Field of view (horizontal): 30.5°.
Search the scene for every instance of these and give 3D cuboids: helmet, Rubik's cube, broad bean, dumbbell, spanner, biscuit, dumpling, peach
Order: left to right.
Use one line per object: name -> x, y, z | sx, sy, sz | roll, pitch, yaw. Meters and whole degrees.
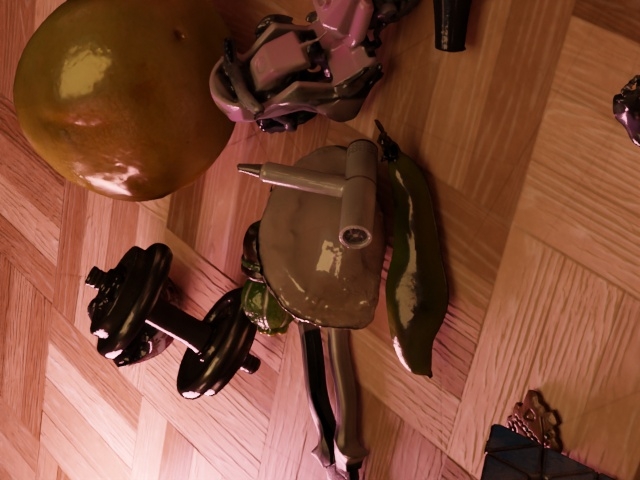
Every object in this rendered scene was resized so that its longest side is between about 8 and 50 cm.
peach -> -0.264, -0.219, 1.681 | 0.314, 0.281, 0.315 | -14, 120, 17
helmet -> -0.286, 0.120, 1.929 | 0.177, 0.107, 0.153 | -48, 58, 23
dumbbell -> -0.214, 0.120, 1.729 | 0.192, 0.290, 0.192 | -52, 18, 24
dumpling -> 0.000, 0.000, 1.511 | 0.142, 0.172, 0.247 | 66, -160, -70
spanner -> 0.021, 0.264, 1.640 | 0.095, 0.040, 0.325 | -6, 93, 50
broad bean -> 0.113, 0.011, 1.452 | 0.067, 0.075, 0.325 | -179, 82, -76
biscuit -> 0.246, 0.220, 1.379 | 0.092, 0.016, 0.082 | -32, 74, 47
Rubik's cube -> 0.272, 0.274, 1.308 | 0.178, 0.211, 0.190 | -12, 52, 16

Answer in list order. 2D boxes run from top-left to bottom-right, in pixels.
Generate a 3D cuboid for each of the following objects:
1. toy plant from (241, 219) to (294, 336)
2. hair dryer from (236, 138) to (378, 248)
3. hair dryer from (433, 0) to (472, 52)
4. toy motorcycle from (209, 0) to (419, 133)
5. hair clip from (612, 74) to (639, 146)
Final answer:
toy plant -> -0.066, 0.056, 1.654 | 0.093, 0.093, 0.162 | 19, 115, 47
hair dryer -> -0.023, -0.061, 1.434 | 0.044, 0.183, 0.155 | 88, -175, -46
hair dryer -> 0.077, -0.311, 1.311 | 0.075, 0.219, 0.195 | -117, 28, -69
toy motorcycle -> -0.018, -0.232, 1.452 | 0.327, 0.188, 0.143 | -44, 58, 46
hair clip -> 0.365, -0.144, 1.126 | 0.195, 0.052, 0.124 | -3, 102, 45
